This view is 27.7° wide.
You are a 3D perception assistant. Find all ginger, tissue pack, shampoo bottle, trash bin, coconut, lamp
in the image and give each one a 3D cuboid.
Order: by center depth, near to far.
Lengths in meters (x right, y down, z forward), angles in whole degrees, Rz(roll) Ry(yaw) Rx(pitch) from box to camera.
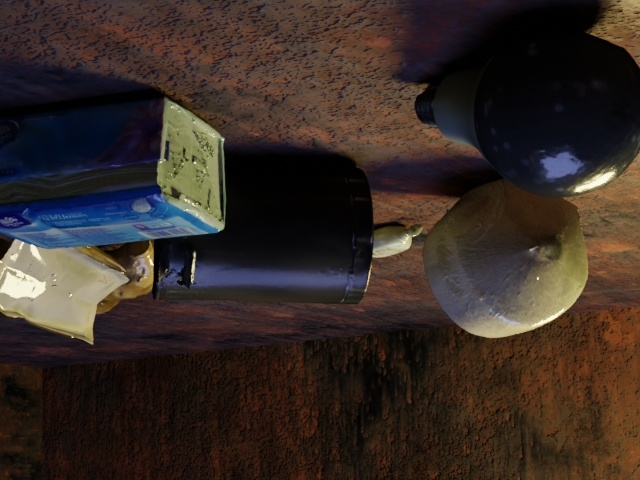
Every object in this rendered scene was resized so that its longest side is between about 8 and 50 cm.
[{"bbox_3d":[0.234,-0.145,1.420,0.182,0.182,0.314,1,-171,-15],"label":"lamp"},{"bbox_3d":[-0.274,-0.080,1.623,0.263,0.146,0.198,-5,167,18],"label":"tissue pack"},{"bbox_3d":[-0.091,-0.009,1.884,0.301,0.203,0.252,1,-158,-11],"label":"trash bin"},{"bbox_3d":[0.294,0.021,2.017,0.245,0.245,0.247,3,167,-23],"label":"coconut"},{"bbox_3d":[0.131,-0.003,2.343,0.077,0.045,0.152,5,169,-23],"label":"shampoo bottle"},{"bbox_3d":[-0.430,0.078,2.476,0.348,0.122,0.363,3,161,17],"label":"ginger"}]

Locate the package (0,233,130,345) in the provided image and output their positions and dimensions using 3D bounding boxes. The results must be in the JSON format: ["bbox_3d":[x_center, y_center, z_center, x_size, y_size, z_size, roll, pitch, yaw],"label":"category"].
[{"bbox_3d":[-0.456,0.021,2.125,0.165,0.221,0.311,-45,151,4],"label":"package"}]
